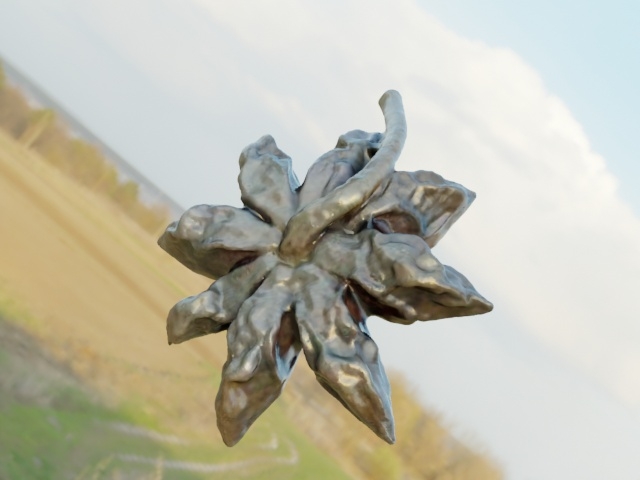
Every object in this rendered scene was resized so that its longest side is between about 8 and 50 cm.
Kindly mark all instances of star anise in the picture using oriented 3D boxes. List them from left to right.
[{"bbox_3d":[0.000,0.000,0.748,0.230,0.262,0.081,11,-26,31],"label":"star anise"}]
